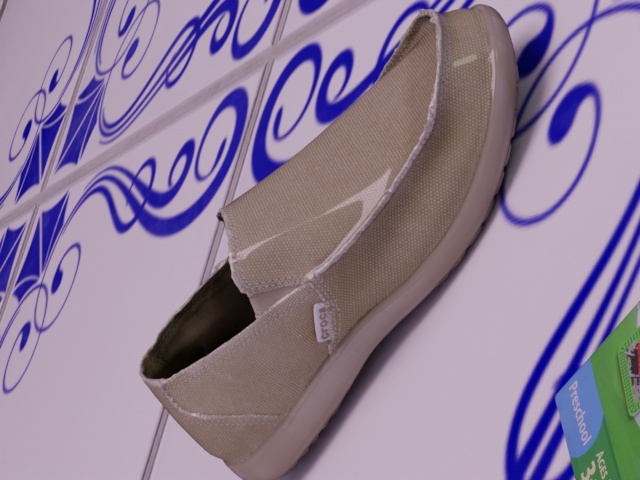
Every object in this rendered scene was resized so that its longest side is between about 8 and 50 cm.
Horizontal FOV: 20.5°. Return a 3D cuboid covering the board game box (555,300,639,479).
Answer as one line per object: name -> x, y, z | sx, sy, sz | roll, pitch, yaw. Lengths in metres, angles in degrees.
board game box -> 0.155, 0.036, 0.511 | 0.211, 0.039, 0.160 | -53, 25, 30

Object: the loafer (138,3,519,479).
loafer -> 0.000, 0.000, 0.836 | 0.268, 0.092, 0.102 | -59, 23, 19
